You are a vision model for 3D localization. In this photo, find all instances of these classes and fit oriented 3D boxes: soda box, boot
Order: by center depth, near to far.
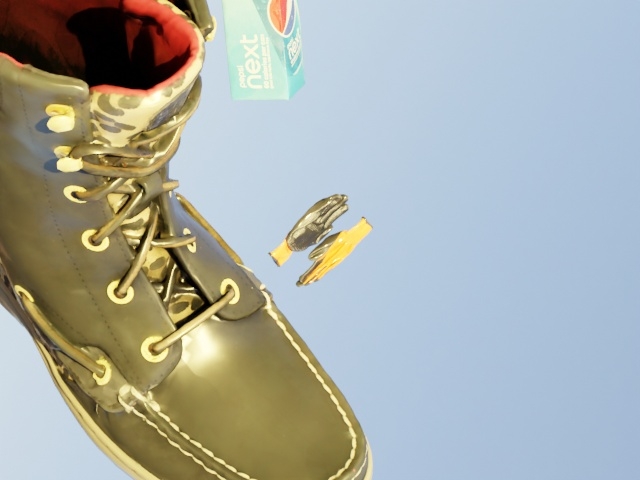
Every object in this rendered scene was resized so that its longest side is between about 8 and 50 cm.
[{"bbox_3d":[-0.104,-0.014,0.929,0.138,0.377,0.284,-34,158,-25],"label":"boot"},{"bbox_3d":[-0.067,-0.266,1.798,0.067,0.071,0.210,-54,143,-61],"label":"soda box"}]

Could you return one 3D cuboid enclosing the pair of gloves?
[{"bbox_3d":[0.000,0.000,1.209,0.074,0.083,0.010,-43,-121,0],"label":"pair of gloves"}]
